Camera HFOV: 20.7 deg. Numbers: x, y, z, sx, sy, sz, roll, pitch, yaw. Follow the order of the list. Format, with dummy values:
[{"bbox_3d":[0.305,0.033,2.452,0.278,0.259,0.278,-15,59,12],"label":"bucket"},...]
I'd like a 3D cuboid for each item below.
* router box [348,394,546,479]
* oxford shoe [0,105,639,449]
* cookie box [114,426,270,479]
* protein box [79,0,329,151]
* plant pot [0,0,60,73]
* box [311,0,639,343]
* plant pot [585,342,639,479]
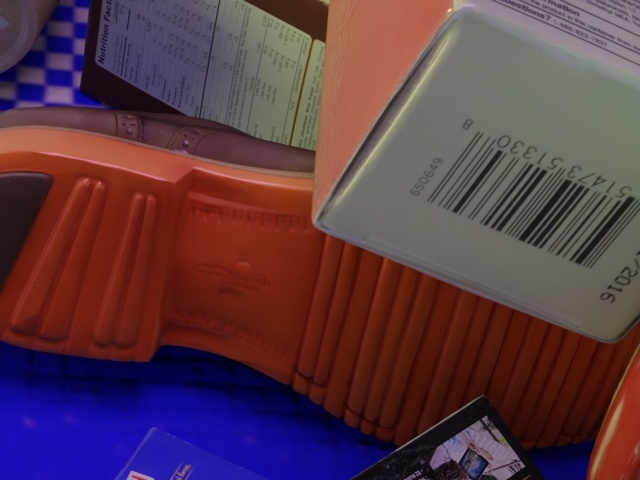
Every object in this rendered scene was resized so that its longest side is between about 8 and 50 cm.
[{"bbox_3d":[0.039,0.154,0.679,0.179,0.046,0.133,-25,74,-43],"label":"router box"},{"bbox_3d":[0.000,0.000,0.829,0.364,0.130,0.133,16,25,-9],"label":"oxford shoe"},{"bbox_3d":[-0.044,0.137,0.720,0.107,0.040,0.092,24,43,9],"label":"cookie box"},{"bbox_3d":[0.009,-0.134,0.969,0.201,0.136,0.200,30,44,16],"label":"protein box"},{"bbox_3d":[-0.207,-0.231,0.962,0.256,0.256,0.274,5,58,-10],"label":"plant pot"},{"bbox_3d":[0.091,-0.096,0.750,0.149,0.127,0.232,22,40,-15],"label":"box"},{"bbox_3d":[0.214,0.098,0.731,0.174,0.191,0.191,27,42,22],"label":"plant pot"}]
